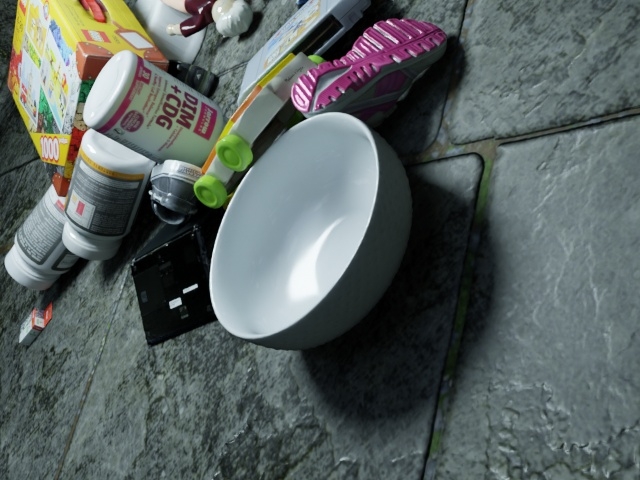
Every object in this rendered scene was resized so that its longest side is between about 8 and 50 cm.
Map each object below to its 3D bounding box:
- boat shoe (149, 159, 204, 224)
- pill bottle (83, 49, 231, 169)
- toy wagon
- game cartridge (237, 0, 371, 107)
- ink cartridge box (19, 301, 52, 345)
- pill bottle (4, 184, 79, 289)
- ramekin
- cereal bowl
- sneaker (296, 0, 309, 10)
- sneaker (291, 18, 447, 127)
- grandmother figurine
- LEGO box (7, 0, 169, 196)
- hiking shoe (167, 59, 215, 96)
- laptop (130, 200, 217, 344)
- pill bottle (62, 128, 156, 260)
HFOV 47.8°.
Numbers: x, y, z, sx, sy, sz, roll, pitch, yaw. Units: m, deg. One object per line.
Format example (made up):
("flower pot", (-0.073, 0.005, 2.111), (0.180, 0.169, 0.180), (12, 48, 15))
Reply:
("boat shoe", (-0.273, -0.080, 1.360), (0.301, 0.108, 0.102), (0, 71, 72))
("pill bottle", (-0.290, -0.226, 1.388), (0.160, 0.283, 0.160), (-29, 47, 37))
("toy wagon", (-0.114, -0.165, 1.212), (0.267, 0.068, 0.344), (-52, 4, -38))
("game cartridge", (-0.034, -0.369, 1.321), (0.297, 0.062, 0.198), (-38, 30, 23))
("ink cartridge box", (-0.736, 0.211, 1.865), (0.115, 0.029, 0.063), (-46, 38, 21))
("pill bottle", (-0.659, -0.018, 1.809), (0.283, 0.161, 0.161), (-46, 39, 21))
("ramekin", (-0.432, -0.516, 1.878), (0.277, 0.135, 0.277), (-29, 47, 37))
("cereal bowl", (0.000, 0.000, 1.009), (0.339, 0.141, 0.339), (-28, 48, 37))
("sneaker", (0.028, -0.521, 1.366), (0.211, 0.080, 0.081), (-31, 48, 34))
("sneaker", (0.080, -0.240, 1.090), (0.252, 0.111, 0.103), (-30, 54, -3))
("grandmother figurine", (-0.288, -0.562, 1.674), (0.342, 0.104, 0.208), (34, 101, 29))
("LEGO box", (-0.581, -0.399, 1.745), (0.500, 0.193, 0.372), (52, 132, 36))
("hiking shoe", (-0.341, -0.388, 1.701), (0.227, 0.114, 0.086), (5, 71, 52))
("laptop", (-0.246, 0.041, 1.393), (0.234, 0.136, 0.264), (-25, 75, 40))
("pill bottle", (-0.476, -0.100, 1.599), (0.278, 0.162, 0.162), (-61, 32, 31))
